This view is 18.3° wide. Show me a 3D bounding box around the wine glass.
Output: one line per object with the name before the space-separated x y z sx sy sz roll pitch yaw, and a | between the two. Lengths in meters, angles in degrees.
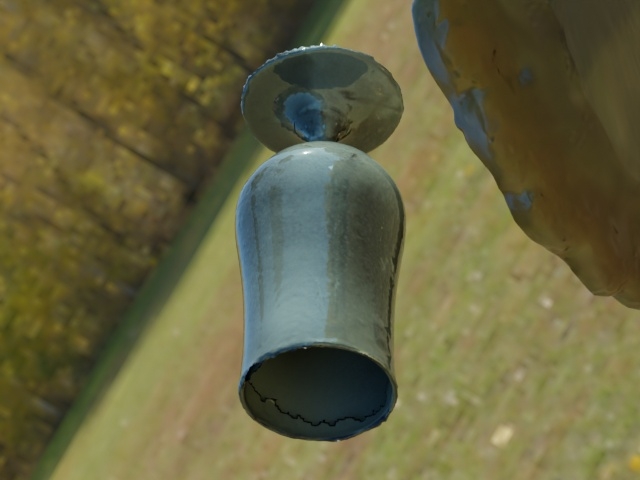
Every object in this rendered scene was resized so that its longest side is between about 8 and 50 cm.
wine glass | 0.000 0.000 1.152 0.231 0.103 0.103 -89 25 -43

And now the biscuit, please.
biscuit | 0.199 -0.130 1.393 0.078 0.329 0.335 -16 38 37
